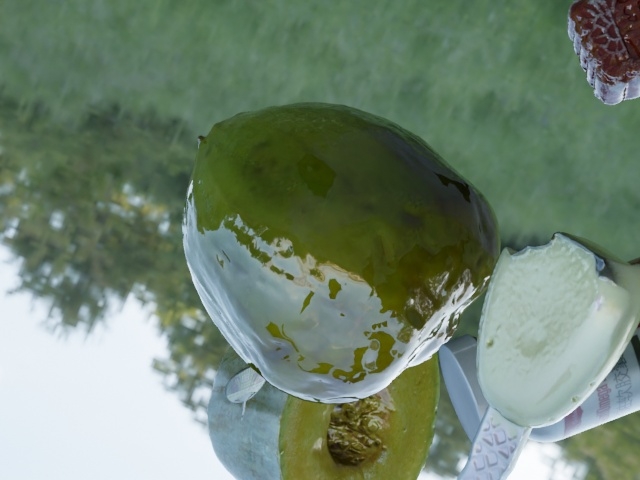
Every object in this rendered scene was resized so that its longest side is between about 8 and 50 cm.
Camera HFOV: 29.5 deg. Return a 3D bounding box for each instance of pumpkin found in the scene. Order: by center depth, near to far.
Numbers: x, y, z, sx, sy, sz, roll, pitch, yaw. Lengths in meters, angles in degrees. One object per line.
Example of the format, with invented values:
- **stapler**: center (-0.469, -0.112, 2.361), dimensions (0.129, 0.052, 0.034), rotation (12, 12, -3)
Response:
- **pumpkin**: center (0.000, 0.233, 1.734), dimensions (0.332, 0.332, 0.199), rotation (12, 180, -43)

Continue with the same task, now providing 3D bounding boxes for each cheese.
- **cheese**: center (0.149, 0.111, 0.913), dimensions (0.050, 0.255, 0.127), rotation (10, -161, -41)

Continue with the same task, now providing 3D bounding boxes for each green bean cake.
- **green bean cake**: center (0.369, -0.238, 1.422), dimensions (0.056, 0.135, 0.135), rotation (71, -178, -61)

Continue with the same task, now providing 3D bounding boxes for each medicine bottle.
- **medicine bottle**: center (0.244, 0.102, 1.110), dimensions (0.250, 0.131, 0.131), rotation (-20, -155, -8)

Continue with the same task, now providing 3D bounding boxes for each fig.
- **fig**: center (0.009, -0.001, 1.329), dimensions (0.343, 0.343, 0.343), rotation (24, -166, -6)

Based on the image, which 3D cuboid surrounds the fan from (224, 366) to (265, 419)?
- **fan**: center (-0.090, 0.172, 1.392), dimensions (0.060, 0.080, 0.003), rotation (14, -159, -49)
